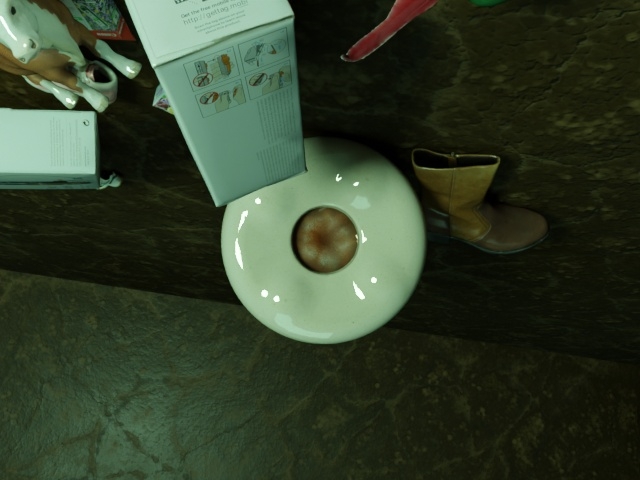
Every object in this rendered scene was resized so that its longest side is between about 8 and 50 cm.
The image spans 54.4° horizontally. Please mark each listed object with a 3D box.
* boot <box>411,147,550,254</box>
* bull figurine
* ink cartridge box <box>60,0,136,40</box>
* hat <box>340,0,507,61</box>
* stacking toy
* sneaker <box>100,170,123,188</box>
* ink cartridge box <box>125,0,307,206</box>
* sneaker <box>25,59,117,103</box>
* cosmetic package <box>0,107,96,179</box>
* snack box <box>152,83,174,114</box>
[{"bbox_3d":[0.302,-0.083,1.139,0.263,0.096,0.280,11,156,14],"label":"boot"},{"bbox_3d":[-0.339,-0.238,0.746,0.188,0.101,0.310,36,175,-41],"label":"bull figurine"},{"bbox_3d":[-0.291,-0.286,0.805,0.062,0.029,0.115,6,162,8],"label":"ink cartridge box"},{"bbox_3d":[0.161,-0.227,0.548,0.208,0.184,0.173,-9,156,41],"label":"hat"},{"bbox_3d":[0.000,0.000,1.244,0.350,0.351,0.480,9,180,-2],"label":"stacking toy"},{"bbox_3d":[-0.468,-0.135,1.349,0.083,0.032,0.037,-7,144,25],"label":"sneaker"},{"bbox_3d":[-0.126,-0.228,0.678,0.130,0.272,0.309,-22,163,-7],"label":"ink cartridge box"},{"bbox_3d":[-0.367,-0.247,0.924,0.134,0.051,0.070,12,160,-24],"label":"sneaker"},{"bbox_3d":[-0.503,-0.136,0.995,0.284,0.098,0.377,1,-179,-18],"label":"cosmetic package"},{"bbox_3d":[-0.180,-0.223,0.937,0.100,0.037,0.141,18,159,-31],"label":"snack box"}]
